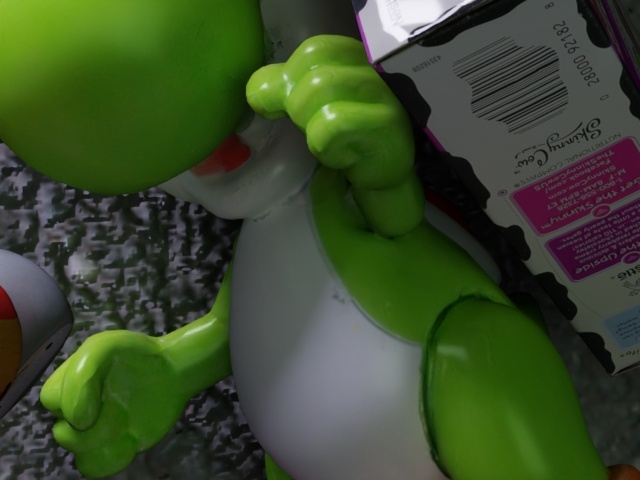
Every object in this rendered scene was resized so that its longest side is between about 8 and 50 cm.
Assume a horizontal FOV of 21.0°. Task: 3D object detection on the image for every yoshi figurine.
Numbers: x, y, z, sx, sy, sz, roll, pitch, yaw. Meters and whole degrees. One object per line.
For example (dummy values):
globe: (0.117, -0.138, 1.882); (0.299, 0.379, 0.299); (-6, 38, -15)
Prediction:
yoshi figurine: (-0.022, 0.009, 0.639); (0.203, 0.203, 0.362); (-26, 84, -5)

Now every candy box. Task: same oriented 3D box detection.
candy box: (0.078, -0.072, 0.644); (0.071, 0.159, 0.233); (-26, 141, 15)

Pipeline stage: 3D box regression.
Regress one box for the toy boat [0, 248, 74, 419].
toy boat: (-0.246, 0.058, 0.572); (0.318, 0.148, 0.267); (-10, 88, 4)
